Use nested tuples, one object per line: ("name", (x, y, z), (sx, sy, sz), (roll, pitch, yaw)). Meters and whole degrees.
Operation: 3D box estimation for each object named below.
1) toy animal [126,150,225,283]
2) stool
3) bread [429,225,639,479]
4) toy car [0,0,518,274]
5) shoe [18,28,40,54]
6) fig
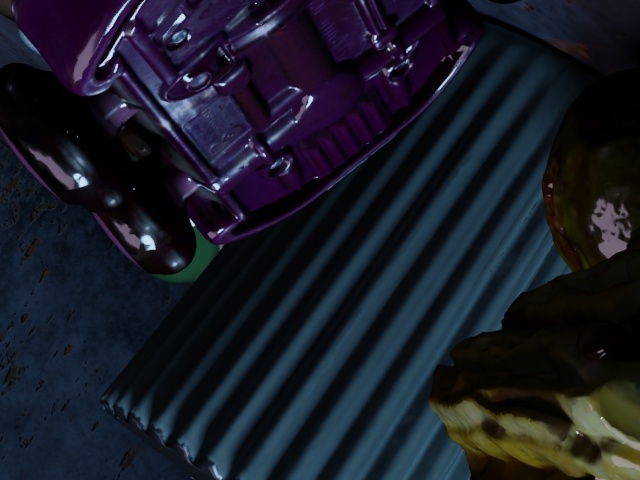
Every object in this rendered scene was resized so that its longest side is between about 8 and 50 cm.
("toy animal", (-0.043, -0.009, 1.709), (0.338, 0.216, 0.191), (38, 143, 0))
("stool", (0.072, 0.056, 1.195), (0.297, 0.330, 0.297), (34, 170, 7))
("bread", (0.253, 0.088, 0.827), (0.370, 0.192, 0.314), (24, 170, -8))
("toy car", (-0.067, -0.159, 0.935), (0.240, 0.271, 0.341), (50, 177, 22))
("shoe", (-0.215, -0.205, 1.562), (0.091, 0.106, 0.207), (38, 175, -10))
("fig", (0.203, -0.017, 1.019), (0.165, 0.144, 0.154), (27, 134, -5))
